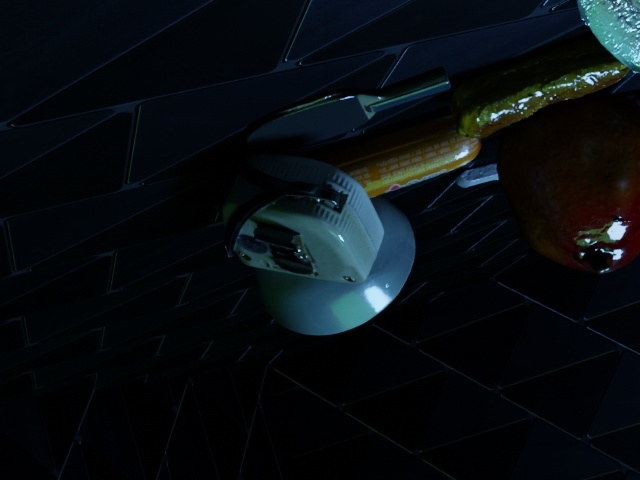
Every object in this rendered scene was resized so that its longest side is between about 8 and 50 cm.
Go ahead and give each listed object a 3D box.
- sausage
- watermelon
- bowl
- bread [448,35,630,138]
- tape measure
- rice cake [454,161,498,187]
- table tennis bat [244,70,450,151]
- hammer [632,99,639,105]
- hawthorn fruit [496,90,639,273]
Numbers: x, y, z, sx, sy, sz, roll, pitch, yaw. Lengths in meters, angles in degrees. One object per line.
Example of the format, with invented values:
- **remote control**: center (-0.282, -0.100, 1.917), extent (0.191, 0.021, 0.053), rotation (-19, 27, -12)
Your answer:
- **sausage**: center (0.127, -0.130, 1.861), extent (0.312, 0.093, 0.093), rotation (-18, 169, 2)
- **watermelon**: center (0.395, -0.291, 1.502), extent (0.094, 0.081, 0.180), rotation (-2, 141, 29)
- **bowl**: center (0.000, 0.000, 1.958), extent (0.289, 0.289, 0.146), rotation (-20, 140, 12)
- **bread**: center (0.326, -0.228, 1.741), extent (0.271, 0.077, 0.139), rotation (-20, 172, -2)
- **tape measure**: center (-0.062, -0.033, 1.765), extent (0.271, 0.133, 0.231), rotation (11, 154, 29)
- **rice cake**: center (0.366, -0.143, 2.318), extent (0.206, 0.036, 0.047), rotation (-15, 157, -9)
- **table tennis bat**: center (0.037, -0.182, 1.654), extent (0.301, 0.022, 0.173), rotation (-18, 168, 7)
- **hammer**: center (0.573, -0.240, 2.097), extent (0.194, 0.069, 0.116), rotation (-6, 166, -27)
- **hawthorn fruit**: center (0.439, -0.102, 1.957), extent (0.295, 0.311, 0.295), rotation (-22, -179, 1)
